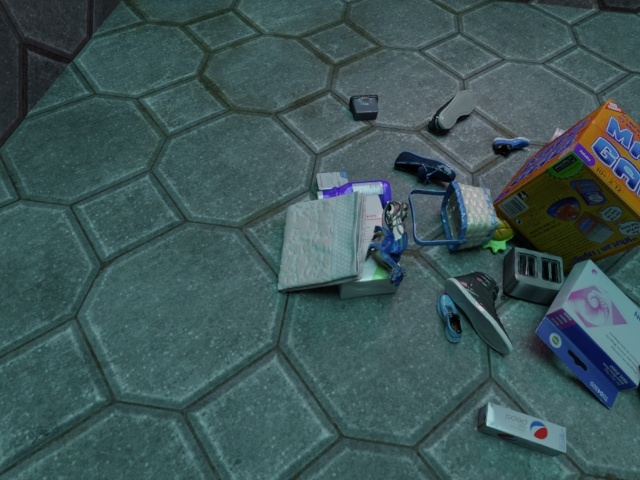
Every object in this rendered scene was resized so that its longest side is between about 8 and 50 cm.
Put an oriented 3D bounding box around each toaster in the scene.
[{"bbox_3d":[0.722,0.122,1.462,0.168,0.110,0.186,13,56,8],"label":"toaster"}]

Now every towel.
[{"bbox_3d":[0.000,0.000,1.447,0.316,0.053,0.332,-11,58,29],"label":"towel"}]

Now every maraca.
[{"bbox_3d":[0.661,-0.043,1.588,0.127,0.099,0.186,22,81,27],"label":"maraca"}]

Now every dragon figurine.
[{"bbox_3d":[0.234,0.014,1.390,0.144,0.085,0.289,17,57,8],"label":"dragon figurine"}]

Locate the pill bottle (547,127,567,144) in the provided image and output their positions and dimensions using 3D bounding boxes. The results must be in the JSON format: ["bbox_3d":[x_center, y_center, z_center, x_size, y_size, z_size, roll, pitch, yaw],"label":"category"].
[{"bbox_3d":[1.093,-0.425,1.872,0.160,0.087,0.087,28,59,16],"label":"pill bottle"}]

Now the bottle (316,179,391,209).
[{"bbox_3d":[0.128,-0.165,1.641,0.282,0.092,0.118,-6,89,-5],"label":"bottle"}]

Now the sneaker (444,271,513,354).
[{"bbox_3d":[0.553,0.218,1.393,0.146,0.105,0.296,-22,61,-22],"label":"sneaker"}]

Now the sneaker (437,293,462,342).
[{"bbox_3d":[0.430,0.244,1.388,0.063,0.073,0.162,-6,55,-6],"label":"sneaker"}]

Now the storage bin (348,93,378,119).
[{"bbox_3d":[0.207,-0.614,1.974,0.135,0.098,0.091,-5,66,-6],"label":"storage bin"}]

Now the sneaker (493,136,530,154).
[{"bbox_3d":[0.838,-0.408,1.867,0.152,0.058,0.085,6,49,7],"label":"sneaker"}]

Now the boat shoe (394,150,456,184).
[{"bbox_3d":[0.424,-0.282,1.755,0.258,0.109,0.089,25,63,34],"label":"boat shoe"}]

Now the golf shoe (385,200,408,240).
[{"bbox_3d":[0.266,-0.056,1.576,0.093,0.077,0.198,14,63,-6],"label":"golf shoe"}]

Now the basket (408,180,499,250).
[{"bbox_3d":[0.470,-0.082,1.539,0.288,0.201,0.255,5,54,-1],"label":"basket"}]

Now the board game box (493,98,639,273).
[{"bbox_3d":[0.905,-0.172,1.458,0.356,0.356,0.356,46,60,3],"label":"board game box"}]

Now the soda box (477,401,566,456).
[{"bbox_3d":[0.560,0.528,1.194,0.216,0.074,0.069,17,56,9],"label":"soda box"}]

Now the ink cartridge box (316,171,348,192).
[{"bbox_3d":[0.046,-0.225,1.715,0.122,0.052,0.089,-4,55,-7],"label":"ink cartridge box"}]

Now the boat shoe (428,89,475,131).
[{"bbox_3d":[0.604,-0.599,1.967,0.302,0.091,0.114,-37,107,-30],"label":"boat shoe"}]

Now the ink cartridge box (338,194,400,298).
[{"bbox_3d":[0.143,0.014,1.510,0.207,0.119,0.354,-5,56,-6],"label":"ink cartridge box"}]

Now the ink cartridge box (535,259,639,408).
[{"bbox_3d":[0.865,0.280,1.319,0.324,0.071,0.330,46,62,2],"label":"ink cartridge box"}]
